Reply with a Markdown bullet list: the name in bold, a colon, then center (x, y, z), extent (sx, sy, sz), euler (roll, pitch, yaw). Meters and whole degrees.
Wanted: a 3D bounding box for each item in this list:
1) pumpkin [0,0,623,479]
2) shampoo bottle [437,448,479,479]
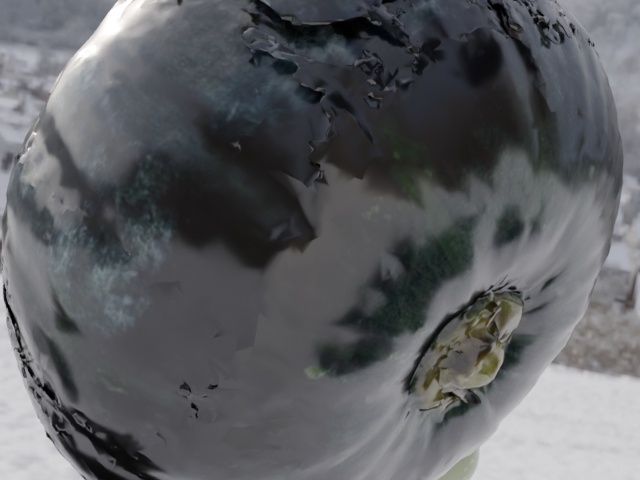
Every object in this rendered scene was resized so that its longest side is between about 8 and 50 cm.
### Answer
- **pumpkin**: center (0.000, 0.000, 0.414), extent (0.163, 0.233, 0.233), euler (37, 18, 27)
- **shampoo bottle**: center (0.025, 0.096, 0.556), extent (0.162, 0.079, 0.079), euler (-28, 14, -10)
